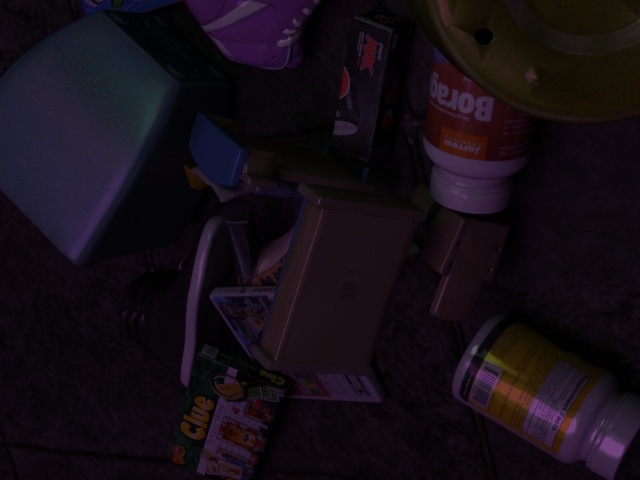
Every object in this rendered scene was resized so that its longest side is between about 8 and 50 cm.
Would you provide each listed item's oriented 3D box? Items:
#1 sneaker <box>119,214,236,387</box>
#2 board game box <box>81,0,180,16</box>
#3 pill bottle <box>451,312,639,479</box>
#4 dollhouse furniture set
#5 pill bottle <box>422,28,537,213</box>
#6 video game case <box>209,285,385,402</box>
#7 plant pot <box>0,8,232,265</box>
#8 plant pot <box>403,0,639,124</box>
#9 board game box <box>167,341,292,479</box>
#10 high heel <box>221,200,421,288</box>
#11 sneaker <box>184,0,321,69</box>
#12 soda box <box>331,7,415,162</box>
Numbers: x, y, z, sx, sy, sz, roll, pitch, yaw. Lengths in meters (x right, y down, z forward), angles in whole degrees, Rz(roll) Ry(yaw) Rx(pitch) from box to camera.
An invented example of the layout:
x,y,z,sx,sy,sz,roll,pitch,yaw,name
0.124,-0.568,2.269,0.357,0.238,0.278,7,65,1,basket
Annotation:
x,y,z,sx,sy,sz,roll,pitch,yaw,name
-0.208,0.067,1.706,0.147,0.104,0.295,28,130,18,sneaker
-0.219,-0.370,1.563,0.281,0.027,0.145,-8,105,39,board game box
0.266,0.181,1.394,0.209,0.119,0.119,30,126,23,pill bottle
0.000,0.000,1.434,0.303,0.286,0.198,41,118,53,dollhouse furniture set
0.175,-0.144,1.309,0.121,0.121,0.216,21,122,28,pill bottle
-0.030,0.138,1.617,0.183,0.023,0.201,-3,131,38,video game case
-0.260,-0.154,1.561,0.248,0.247,0.252,43,112,13,plant pot
0.212,-0.253,0.994,0.367,0.353,0.366,3,111,9,plant pot
-0.134,0.259,1.743,0.136,0.030,0.259,24,134,5,board game box
0.009,0.034,1.571,0.261,0.093,0.186,9,144,17,high heel
-0.019,-0.288,1.423,0.282,0.102,0.161,-9,125,34,sneaker
0.060,-0.180,1.424,0.060,0.053,0.168,25,123,26,soda box
